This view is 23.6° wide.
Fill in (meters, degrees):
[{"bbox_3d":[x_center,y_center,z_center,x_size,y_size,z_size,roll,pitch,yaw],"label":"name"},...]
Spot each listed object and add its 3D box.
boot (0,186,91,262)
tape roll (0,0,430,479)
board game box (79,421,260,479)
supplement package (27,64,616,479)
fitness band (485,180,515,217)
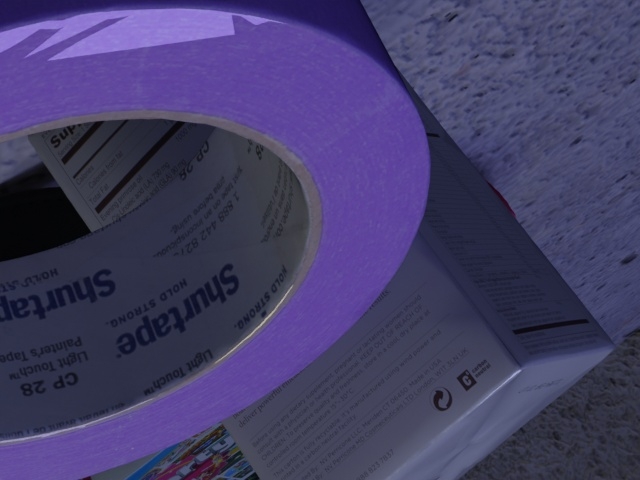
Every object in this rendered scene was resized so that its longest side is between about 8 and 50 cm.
[{"bbox_3d":[-0.194,0.073,0.864,0.263,0.091,0.229,-31,169,-2],"label":"boot"},{"bbox_3d":[-0.103,-0.013,0.549,0.275,0.090,0.274,-18,149,-11],"label":"tape roll"},{"bbox_3d":[-0.151,0.175,1.175,0.224,0.097,0.303,-38,162,5],"label":"board game box"},{"bbox_3d":[0.000,0.000,0.735,0.134,0.244,0.139,-43,161,21],"label":"supplement package"},{"bbox_3d":[0.060,0.030,1.236,0.209,0.054,0.291,-42,167,13],"label":"fitness band"}]
